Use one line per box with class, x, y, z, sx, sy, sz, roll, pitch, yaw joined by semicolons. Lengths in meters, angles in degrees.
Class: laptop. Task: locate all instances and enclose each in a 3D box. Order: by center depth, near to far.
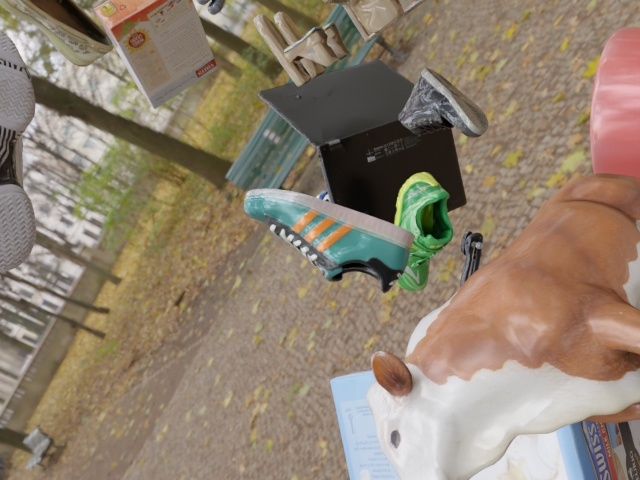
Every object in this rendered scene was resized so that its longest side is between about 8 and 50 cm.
laptop;0.111;-0.226;1.623;0.382;0.408;0.236;-22;15;-26

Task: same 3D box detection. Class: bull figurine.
bull figurine;0.165;0.046;0.392;0.188;0.101;0.310;13;39;34

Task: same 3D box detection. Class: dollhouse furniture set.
dollhouse furniture set;0.066;-0.519;1.230;0.362;0.256;0.394;-32;11;20

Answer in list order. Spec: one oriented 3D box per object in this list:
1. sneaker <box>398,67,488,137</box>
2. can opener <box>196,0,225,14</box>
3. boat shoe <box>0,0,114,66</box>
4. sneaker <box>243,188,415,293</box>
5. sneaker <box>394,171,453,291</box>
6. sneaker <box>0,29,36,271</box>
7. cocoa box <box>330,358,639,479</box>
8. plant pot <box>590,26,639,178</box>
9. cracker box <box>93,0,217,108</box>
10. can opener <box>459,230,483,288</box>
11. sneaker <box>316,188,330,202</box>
sneaker;0.238;-0.235;1.282;0.118;0.083;0.222;-58;36;27
can opener;-0.240;-0.700;1.668;0.093;0.074;0.280;-13;51;46
boat shoe;-0.521;-0.458;1.246;0.089;0.285;0.105;-13;53;32
sneaker;0.000;0.000;1.109;0.108;0.302;0.121;56;-128;-77
sneaker;0.220;0.000;1.444;0.123;0.109;0.296;42;141;47
sneaker;-0.531;-0.133;1.014;0.210;0.137;0.366;-3;91;54
cocoa box;0.226;0.262;0.897;0.347;0.228;0.231;-19;77;40
plant pot;0.567;-0.192;0.973;0.243;0.275;0.275;7;64;40
cracker box;-0.297;-0.371;1.217;0.155;0.067;0.232;-36;-23;-11
can opener;0.451;0.065;1.952;0.073;0.059;0.186;174;101;-85
sneaker;0.073;-0.149;2.061;0.323;0.130;0.236;-63;-8;3
